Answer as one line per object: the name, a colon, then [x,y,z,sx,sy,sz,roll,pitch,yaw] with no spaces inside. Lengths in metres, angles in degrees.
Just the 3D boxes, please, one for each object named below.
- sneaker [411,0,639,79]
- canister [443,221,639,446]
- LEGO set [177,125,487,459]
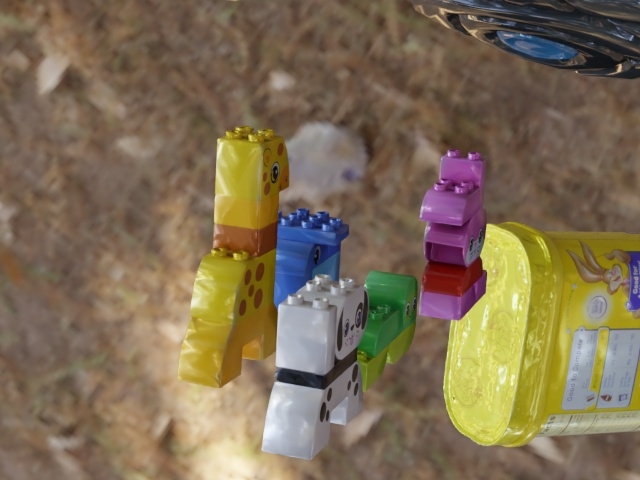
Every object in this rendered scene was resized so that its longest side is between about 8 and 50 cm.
sneaker: [0.053,-0.156,0.701,0.340,0.140,0.125,16,173,18]
canister: [0.166,0.054,1.031,0.073,0.170,0.126,26,112,58]
LEGO set: [0.000,0.000,0.706,0.087,0.227,0.093,8,106,18]
